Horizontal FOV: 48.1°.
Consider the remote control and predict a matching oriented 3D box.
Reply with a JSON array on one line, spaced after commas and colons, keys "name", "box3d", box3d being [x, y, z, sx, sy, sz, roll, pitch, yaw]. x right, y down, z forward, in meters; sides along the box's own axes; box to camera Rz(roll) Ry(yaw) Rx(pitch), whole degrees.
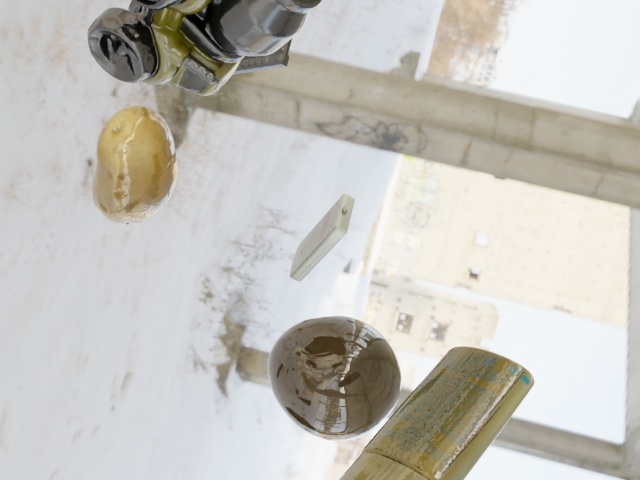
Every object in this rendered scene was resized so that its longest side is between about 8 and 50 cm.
[{"name": "remote control", "box3d": [0.000, 0.000, 1.259, 0.190, 0.029, 0.087, -48, -160, 46]}]

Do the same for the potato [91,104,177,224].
[{"name": "potato", "box3d": [-0.308, -0.125, 1.200, 0.234, 0.146, 0.150, 120, -41, -51]}]

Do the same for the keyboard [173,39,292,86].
[{"name": "keyboard", "box3d": [-0.159, -0.294, 1.114, 0.018, 0.310, 0.100, 24, 75, -48]}]

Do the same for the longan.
[{"name": "longan", "box3d": [0.028, 0.265, 1.400, 0.258, 0.258, 0.258, 14, 90, -85]}]

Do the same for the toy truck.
[{"name": "toy truck", "box3d": [-0.104, -0.218, 0.673, 0.224, 0.165, 0.147, -43, -166, 52]}]

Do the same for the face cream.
[{"name": "face cream", "box3d": [0.142, 0.249, 0.908, 0.285, 0.139, 0.067, -40, 121, -31]}]
